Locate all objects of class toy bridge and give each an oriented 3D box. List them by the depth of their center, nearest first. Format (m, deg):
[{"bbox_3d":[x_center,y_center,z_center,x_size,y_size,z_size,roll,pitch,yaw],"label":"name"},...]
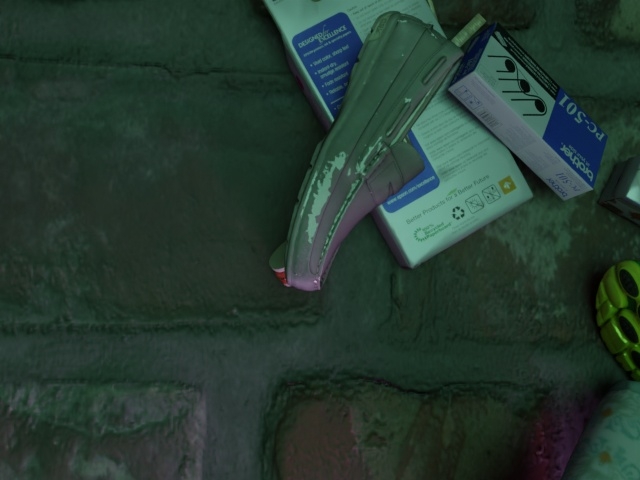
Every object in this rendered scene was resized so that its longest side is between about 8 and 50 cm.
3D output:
[{"bbox_3d":[0.179,-0.257,0.812,0.188,0.026,0.063,45,84,-3],"label":"toy bridge"}]

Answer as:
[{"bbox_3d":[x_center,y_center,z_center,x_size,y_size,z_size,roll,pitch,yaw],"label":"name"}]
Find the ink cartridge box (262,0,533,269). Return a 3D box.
[{"bbox_3d":[0.088,-0.167,0.777,0.175,0.069,0.371,-29,93,-7],"label":"ink cartridge box"}]

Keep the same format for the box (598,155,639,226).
[{"bbox_3d":[0.514,-0.002,0.820,0.323,0.063,0.067,29,83,-4],"label":"box"}]

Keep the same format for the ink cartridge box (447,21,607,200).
[{"bbox_3d":[0.250,-0.151,0.767,0.207,0.046,0.097,39,57,-16],"label":"ink cartridge box"}]

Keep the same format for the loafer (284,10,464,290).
[{"bbox_3d":[0.055,-0.089,0.686,0.111,0.112,0.320,23,86,5],"label":"loafer"}]

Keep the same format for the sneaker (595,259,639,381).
[{"bbox_3d":[0.454,0.136,0.797,0.123,0.109,0.296,-41,94,-25],"label":"sneaker"}]

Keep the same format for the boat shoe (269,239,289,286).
[{"bbox_3d":[0.000,0.000,0.769,0.137,0.049,0.043,-41,134,-10],"label":"boat shoe"}]

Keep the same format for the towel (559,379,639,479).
[{"bbox_3d":[0.369,0.382,0.680,0.320,0.090,0.375,-30,91,-50],"label":"towel"}]
